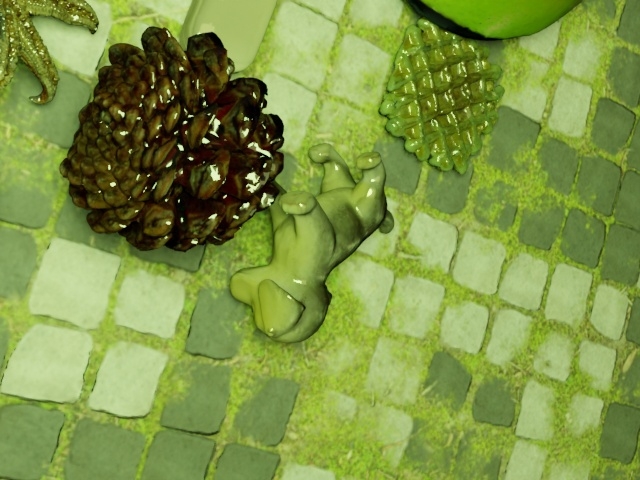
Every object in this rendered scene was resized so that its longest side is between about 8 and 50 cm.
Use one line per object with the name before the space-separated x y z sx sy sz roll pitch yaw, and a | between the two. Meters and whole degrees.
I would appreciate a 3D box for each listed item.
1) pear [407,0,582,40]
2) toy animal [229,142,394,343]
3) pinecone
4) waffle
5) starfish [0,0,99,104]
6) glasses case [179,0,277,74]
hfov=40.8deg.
pear | 0.243 -0.442 1.019 0.398 0.165 0.399 1 87 -30
toy animal | -0.010 -0.005 0.953 0.233 0.121 0.169 -45 128 -29
pinecone | -0.132 -0.089 0.836 0.221 0.221 0.221 -1 93 -28
waffle | 0.156 -0.181 1.074 0.169 0.036 0.183 27 79 -26
starfish | -0.283 -0.225 0.773 0.238 0.057 0.213 37 53 -64
glasses case | -0.087 -0.275 0.932 0.083 0.050 0.196 25 81 -29
